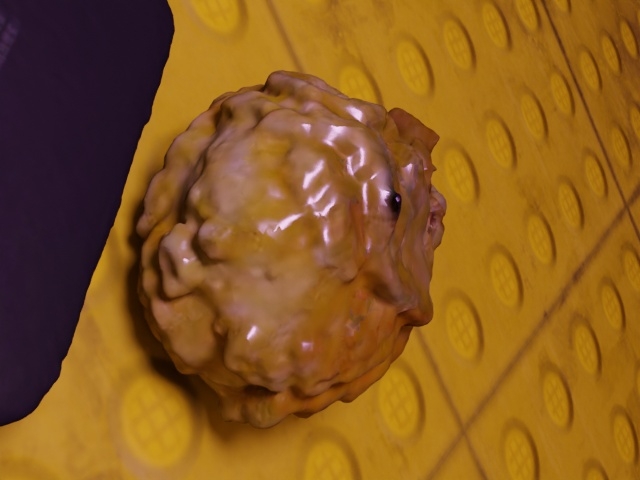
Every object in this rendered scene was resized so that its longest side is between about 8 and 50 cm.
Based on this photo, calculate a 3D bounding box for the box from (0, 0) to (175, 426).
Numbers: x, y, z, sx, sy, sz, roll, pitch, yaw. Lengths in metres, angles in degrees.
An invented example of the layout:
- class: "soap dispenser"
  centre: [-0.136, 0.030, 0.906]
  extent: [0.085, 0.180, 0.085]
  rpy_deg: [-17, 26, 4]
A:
- class: "box"
  centre: [-0.238, -0.116, 0.507]
  extent: [0.350, 0.091, 0.359]
  rpy_deg: [41, 45, -37]

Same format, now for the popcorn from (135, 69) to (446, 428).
- class: "popcorn"
  centre: [0.000, 0.000, 0.679]
  extent: [0.266, 0.192, 0.233]
  rpy_deg: [-36, 111, -35]
